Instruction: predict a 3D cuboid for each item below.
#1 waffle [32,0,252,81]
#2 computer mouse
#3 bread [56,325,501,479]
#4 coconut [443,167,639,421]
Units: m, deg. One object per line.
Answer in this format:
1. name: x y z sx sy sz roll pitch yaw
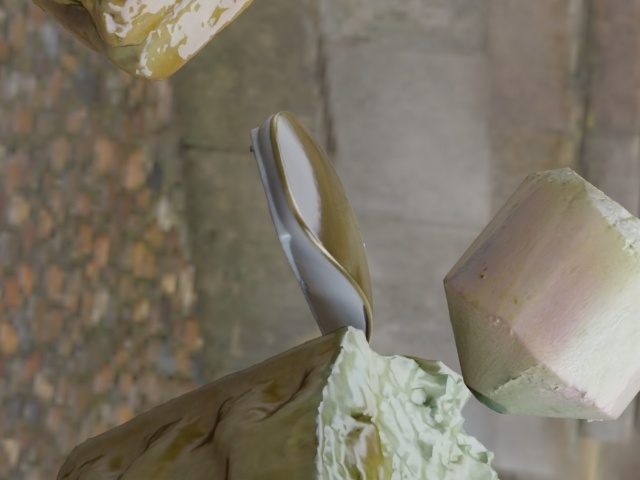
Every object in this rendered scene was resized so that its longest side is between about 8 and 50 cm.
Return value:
1. waffle: -0.139 -0.251 1.188 0.224 0.328 0.098 -44 141 -12
2. computer mouse: 0.002 -0.001 1.129 0.199 0.045 0.102 67 7 -61
3. bread: -0.033 0.183 1.112 0.196 0.252 0.238 51 35 -20
4. coconut: 0.121 0.037 0.969 0.122 0.116 0.116 -49 163 3
